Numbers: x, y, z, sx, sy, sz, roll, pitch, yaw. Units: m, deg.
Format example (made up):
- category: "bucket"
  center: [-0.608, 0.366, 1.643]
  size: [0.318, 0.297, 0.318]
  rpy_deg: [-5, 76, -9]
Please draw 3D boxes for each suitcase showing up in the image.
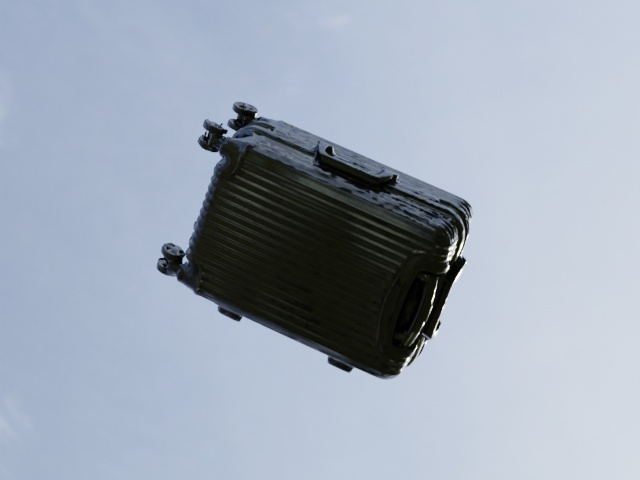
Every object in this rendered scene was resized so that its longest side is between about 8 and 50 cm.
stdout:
- category: "suitcase"
  center: [0.000, 0.000, 0.717]
  size: [0.126, 0.059, 0.086]
  rpy_deg: [24, -67, 10]
